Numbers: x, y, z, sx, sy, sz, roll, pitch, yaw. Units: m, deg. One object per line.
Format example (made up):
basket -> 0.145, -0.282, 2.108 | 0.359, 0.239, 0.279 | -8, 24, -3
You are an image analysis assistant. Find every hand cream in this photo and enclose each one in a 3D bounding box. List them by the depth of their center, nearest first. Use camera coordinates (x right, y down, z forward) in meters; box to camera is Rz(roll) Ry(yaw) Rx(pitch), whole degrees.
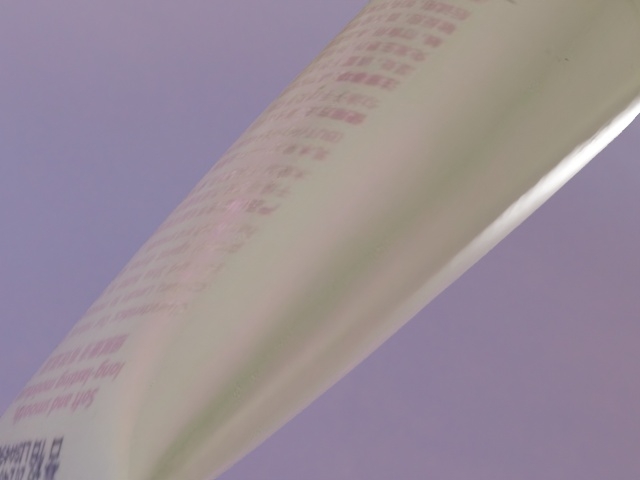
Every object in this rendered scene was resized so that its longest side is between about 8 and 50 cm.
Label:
hand cream -> 0.000, 0.000, 0.588 | 0.359, 0.185, 0.118 | -45, -75, -29
